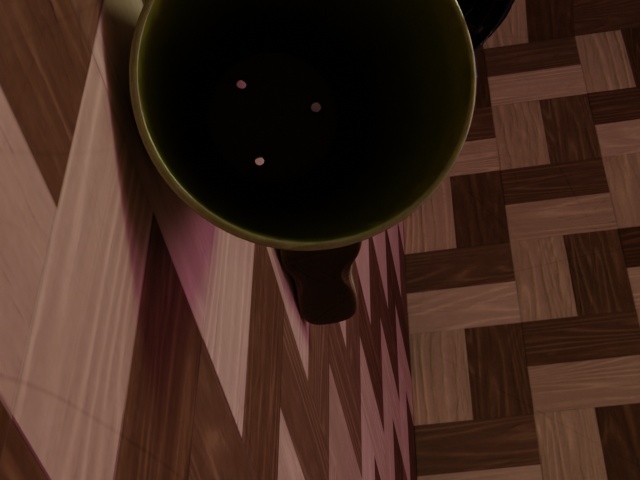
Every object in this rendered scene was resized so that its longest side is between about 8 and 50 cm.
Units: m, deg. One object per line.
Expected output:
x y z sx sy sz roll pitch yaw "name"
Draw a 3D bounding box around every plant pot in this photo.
-0.032 -0.125 1.124 0.293 0.275 0.274 170 -87 -82 "plant pot"

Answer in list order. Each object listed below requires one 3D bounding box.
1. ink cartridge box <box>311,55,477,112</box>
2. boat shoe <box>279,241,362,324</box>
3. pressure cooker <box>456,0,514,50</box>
0.098 -0.422 2.086 0.166 0.286 0.394 44 40 -80 "ink cartridge box"
0.000 0.000 1.687 0.302 0.109 0.098 82 0 -56 "boat shoe"
0.039 -0.422 1.415 0.420 0.376 0.369 -88 -172 -48 "pressure cooker"
